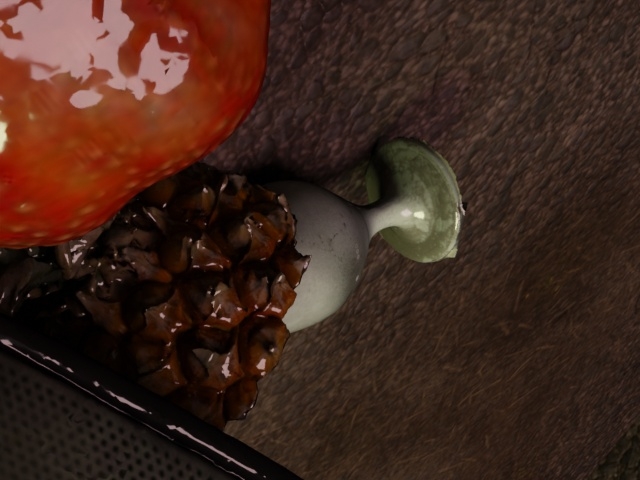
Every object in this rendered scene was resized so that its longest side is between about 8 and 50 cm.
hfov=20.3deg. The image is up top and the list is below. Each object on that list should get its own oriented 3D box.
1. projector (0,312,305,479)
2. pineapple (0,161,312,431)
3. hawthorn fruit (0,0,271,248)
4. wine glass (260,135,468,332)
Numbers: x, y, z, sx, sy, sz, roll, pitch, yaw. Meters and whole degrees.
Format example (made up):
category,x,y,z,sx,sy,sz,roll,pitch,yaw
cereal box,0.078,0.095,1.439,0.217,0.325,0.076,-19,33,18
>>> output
category,x,y,z,sx,sy,sz,roll,pitch,yaw
projector,-0.190,0.249,1.128,0.405,0.242,0.395,33,143,-26
pineapple,-0.187,0.006,1.178,0.262,0.262,0.272,-49,132,8
hawthorn fruit,-0.175,-0.160,0.881,0.287,0.287,0.330,-47,138,5
wine glass,0.000,0.000,1.481,0.241,0.126,0.126,-22,145,-40
